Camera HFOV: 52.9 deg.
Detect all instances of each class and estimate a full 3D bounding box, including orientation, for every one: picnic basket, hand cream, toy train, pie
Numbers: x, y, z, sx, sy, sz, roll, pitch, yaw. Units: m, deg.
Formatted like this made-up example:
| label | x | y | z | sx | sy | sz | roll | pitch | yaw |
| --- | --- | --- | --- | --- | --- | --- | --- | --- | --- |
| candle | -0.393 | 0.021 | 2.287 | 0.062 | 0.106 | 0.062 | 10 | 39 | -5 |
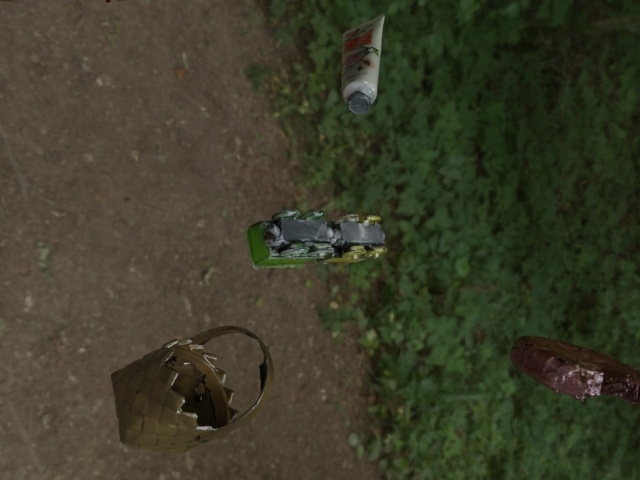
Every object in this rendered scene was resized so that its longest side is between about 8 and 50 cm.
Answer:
| label | x | y | z | sx | sy | sz | roll | pitch | yaw |
| --- | --- | --- | --- | --- | --- | --- | --- | --- | --- |
| picnic basket | -0.140 | 0.173 | 0.760 | 0.138 | 0.178 | 0.128 | 47 | 22 | -59 |
| hand cream | 0.065 | -0.284 | 1.014 | 0.050 | 0.080 | 0.234 | 52 | 30 | -39 |
| toy train | 0.000 | 0.000 | 0.778 | 0.202 | 0.081 | 0.060 | 1 | 74 | -47 |
| pie | 0.414 | 0.206 | 1.033 | 0.219 | 0.204 | 0.054 | 9 | 99 | -34 |

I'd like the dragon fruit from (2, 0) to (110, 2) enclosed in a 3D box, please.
| label | x | y | z | sx | sy | sz | roll | pitch | yaw |
| --- | --- | --- | --- | --- | --- | --- | --- | --- | --- |
| dragon fruit | -0.171 | -0.275 | 0.403 | 0.307 | 0.227 | 0.243 | -135 | -150 | -66 |
